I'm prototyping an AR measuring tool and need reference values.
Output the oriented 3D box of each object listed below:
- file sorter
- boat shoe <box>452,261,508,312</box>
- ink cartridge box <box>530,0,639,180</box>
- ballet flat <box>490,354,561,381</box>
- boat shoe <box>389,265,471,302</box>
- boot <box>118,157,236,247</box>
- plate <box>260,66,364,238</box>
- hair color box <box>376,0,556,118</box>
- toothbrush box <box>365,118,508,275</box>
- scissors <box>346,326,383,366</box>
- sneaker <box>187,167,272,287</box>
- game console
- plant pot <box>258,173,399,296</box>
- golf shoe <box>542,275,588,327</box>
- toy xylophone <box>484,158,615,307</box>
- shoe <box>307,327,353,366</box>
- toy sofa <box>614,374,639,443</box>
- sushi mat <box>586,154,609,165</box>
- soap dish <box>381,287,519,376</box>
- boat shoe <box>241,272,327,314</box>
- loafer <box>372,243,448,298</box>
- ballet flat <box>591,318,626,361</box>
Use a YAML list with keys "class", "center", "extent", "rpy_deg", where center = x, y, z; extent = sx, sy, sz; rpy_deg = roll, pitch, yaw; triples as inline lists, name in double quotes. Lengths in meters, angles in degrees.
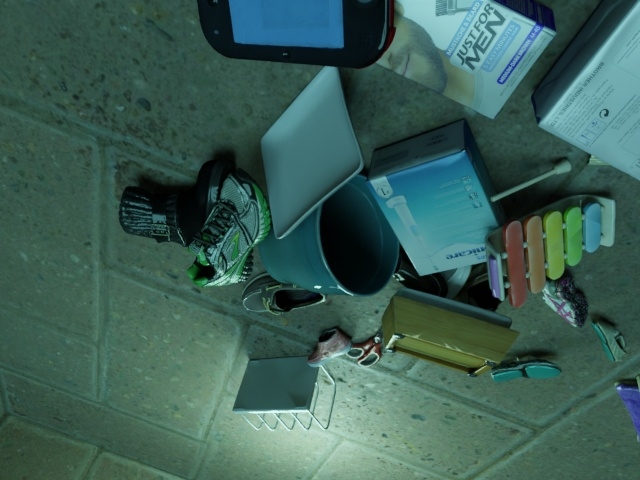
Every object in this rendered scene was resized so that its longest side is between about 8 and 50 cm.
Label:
- class: "file sorter"
  center: [-0.112, 0.519, 1.823]
  extent: [0.278, 0.193, 0.173]
  rpy_deg: [-9, 131, 25]
- class: "boat shoe"
  center: [0.382, 0.139, 1.361]
  extent: [0.123, 0.116, 0.324]
  rpy_deg: [21, 134, -2]
- class: "ink cartridge box"
  center: [0.602, -0.231, 0.906]
  extent: [0.395, 0.151, 0.270]
  rpy_deg: [28, 130, -3]
- class: "ballet flat"
  center: [0.574, 0.354, 1.540]
  extent: [0.188, 0.070, 0.070]
  rpy_deg: [-9, 128, 20]
- class: "boat shoe"
  center: [0.270, 0.116, 1.388]
  extent: [0.096, 0.098, 0.277]
  rpy_deg: [29, 135, -11]
- class: "boot"
  center: [-0.365, -0.099, 1.364]
  extent: [0.260, 0.131, 0.348]
  rpy_deg: [21, 135, -3]
- class: "plate"
  center: [-0.019, -0.178, 1.113]
  extent: [0.045, 0.278, 0.277]
  rpy_deg: [14, 142, -37]
- class: "hair color box"
  center: [0.205, -0.373, 0.948]
  extent: [0.339, 0.110, 0.185]
  rpy_deg: [25, 135, -4]
- class: "toothbrush box"
  center: [0.263, -0.081, 1.187]
  extent: [0.216, 0.126, 0.295]
  rpy_deg: [-17, 125, 28]
- class: "scissors"
  center: [0.180, 0.301, 1.647]
  extent: [0.109, 0.021, 0.297]
  rpy_deg: [33, 132, -10]
- class: "sneaker"
  center: [-0.213, -0.010, 1.238]
  extent: [0.134, 0.146, 0.343]
  rpy_deg: [46, 134, 29]
- class: "game console"
  center: [-0.059, -0.464, 0.886]
  extent: [0.386, 0.060, 0.342]
  rpy_deg: [14, 129, 27]
- class: "plant pot"
  center: [0.000, 0.000, 1.270]
  extent: [0.255, 0.271, 0.271]
  rpy_deg: [-9, 130, 44]
- class: "golf shoe"
  center: [0.599, 0.147, 1.347]
  extent: [0.086, 0.067, 0.186]
  rpy_deg: [6, 144, 53]
- class: "toy xylophone"
  center: [0.456, -0.018, 1.122]
  extent: [0.323, 0.081, 0.236]
  rpy_deg: [-30, 120, -11]
- class: "shoe"
  center: [0.010, 0.330, 1.698]
  extent: [0.178, 0.063, 0.081]
  rpy_deg: [-31, 116, 31]
- class: "toy sofa"
  center: [0.965, 0.536, 1.526]
  extent: [0.177, 0.150, 0.362]
  rpy_deg: [-17, 125, 28]
- class: "sushi mat"
  center: [0.688, -0.194, 1.024]
  extent: [0.316, 0.019, 0.151]
  rpy_deg: [5, 132, 13]
- class: "soap dish"
  center: [0.293, 0.226, 1.309]
  extent: [0.291, 0.118, 0.229]
  rpy_deg: [16, 158, 5]
- class: "boat shoe"
  center: [-0.106, 0.152, 1.540]
  extent: [0.324, 0.096, 0.116]
  rpy_deg: [-18, 124, 30]
- class: "loafer"
  center: [0.206, 0.077, 1.323]
  extent: [0.220, 0.078, 0.080]
  rpy_deg: [38, 119, 20]
- class: "ballet flat"
  center: [0.743, 0.246, 1.404]
  extent: [0.052, 0.057, 0.168]
  rpy_deg: [-34, 123, 7]
